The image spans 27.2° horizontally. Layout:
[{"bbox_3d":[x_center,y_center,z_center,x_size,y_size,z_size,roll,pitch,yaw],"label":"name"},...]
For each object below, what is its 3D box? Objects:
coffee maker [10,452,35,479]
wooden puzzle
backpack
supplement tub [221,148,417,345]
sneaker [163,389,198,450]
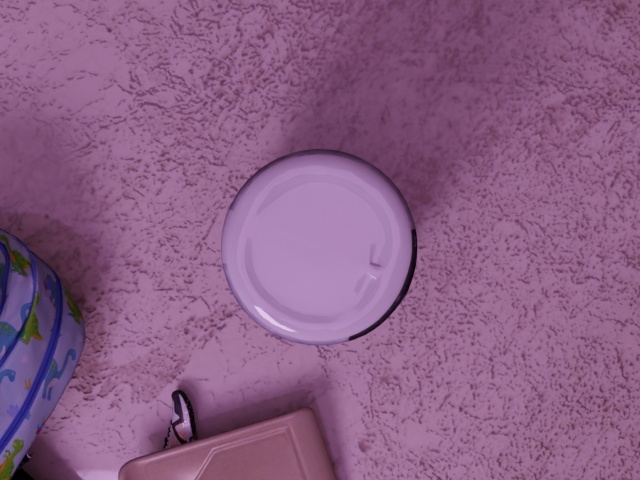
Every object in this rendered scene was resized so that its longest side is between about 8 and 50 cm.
[{"bbox_3d":[-0.324,0.348,1.507,0.178,0.171,0.120,41,57,-11],"label":"coffee maker"},{"bbox_3d":[-0.093,0.322,1.552,0.239,0.044,0.221,-18,107,-3],"label":"wooden puzzle"},{"bbox_3d":[-0.419,0.152,1.438,0.355,0.290,0.273,-43,132,-22],"label":"backpack"},{"bbox_3d":[0.000,0.000,1.409,0.194,0.316,0.193,0,93,0],"label":"supplement tub"},{"bbox_3d":[-0.168,0.231,1.562,0.044,0.040,0.109,-8,93,3],"label":"sneaker"}]
